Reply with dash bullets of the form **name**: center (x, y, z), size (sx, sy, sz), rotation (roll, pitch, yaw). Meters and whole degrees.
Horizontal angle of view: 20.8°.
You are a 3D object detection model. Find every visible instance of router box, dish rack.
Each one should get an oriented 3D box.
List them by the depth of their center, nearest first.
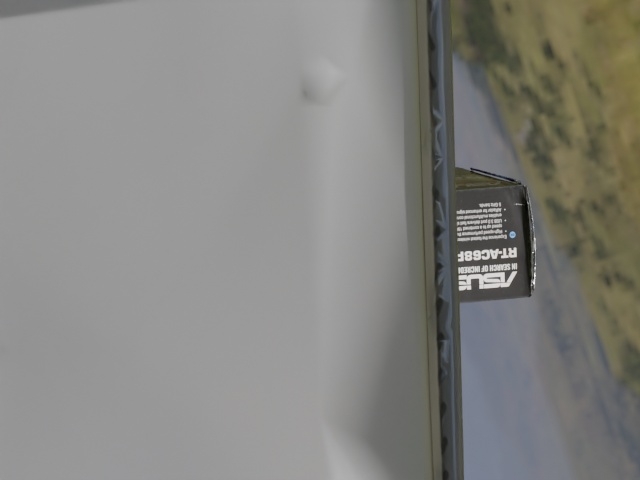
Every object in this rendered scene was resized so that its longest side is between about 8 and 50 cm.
- **dish rack**: center (-0.079, 0.021, 0.372), size (0.072, 0.285, 0.332), rotation (23, 121, 56)
- **router box**: center (0.000, 0.000, 0.578), size (0.092, 0.122, 0.038), rotation (-145, 51, -79)
